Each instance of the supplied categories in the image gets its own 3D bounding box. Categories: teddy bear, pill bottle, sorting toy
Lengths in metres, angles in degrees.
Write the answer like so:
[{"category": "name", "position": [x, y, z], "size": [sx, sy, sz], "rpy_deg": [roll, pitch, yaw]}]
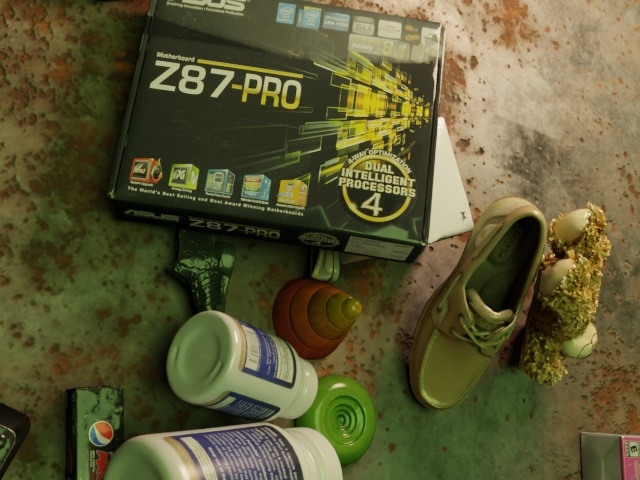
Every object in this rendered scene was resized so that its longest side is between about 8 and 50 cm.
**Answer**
[{"category": "teddy bear", "position": [0.372, 0.091, 1.177], "size": [0.113, 0.338, 0.245], "rpy_deg": [12, 43, 15]}, {"category": "pill bottle", "position": [-0.090, 0.165, 0.986], "size": [0.187, 0.112, 0.112], "rpy_deg": [33, 62, -48]}, {"category": "sorting toy", "position": [0.044, 0.218, 1.069], "size": [0.127, 0.126, 0.365], "rpy_deg": [-10, 83, -32]}, {"category": "pill bottle", "position": [-0.105, 0.292, 0.921], "size": [0.265, 0.153, 0.153], "rpy_deg": [7, 75, -47]}]

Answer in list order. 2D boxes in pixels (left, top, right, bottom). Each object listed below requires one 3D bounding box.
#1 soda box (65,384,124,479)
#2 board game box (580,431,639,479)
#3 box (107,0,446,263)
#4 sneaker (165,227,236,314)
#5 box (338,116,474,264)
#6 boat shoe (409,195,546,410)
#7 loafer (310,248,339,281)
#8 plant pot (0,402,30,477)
[{"category": "soda box", "position": [-0.263, 0.256, 0.921], "size": [0.060, 0.053, 0.169], "rpy_deg": [3, 78, -31]}, {"category": "board game box", "position": [0.592, 0.450, 1.359], "size": [0.303, 0.097, 0.224], "rpy_deg": [10, 74, -29]}, {"category": "box", "position": [-0.046, -0.156, 1.032], "size": [0.395, 0.097, 0.318], "rpy_deg": [9, 71, -3]}, {"category": "sneaker", "position": [-0.164, 0.050, 1.031], "size": [0.089, 0.051, 0.170], "rpy_deg": [14, 77, -17]}, {"category": "box", "position": [0.107, -0.074, 1.176], "size": [0.181, 0.119, 0.182], "rpy_deg": [-12, 85, -32]}, {"category": "boat shoe", "position": [0.221, 0.099, 1.132], "size": [0.122, 0.110, 0.341], "rpy_deg": [20, 101, -2]}, {"category": "loafer", "position": [0.000, 0.000, 1.130], "size": [0.039, 0.045, 0.125], "rpy_deg": [3, 59, -19]}, {"category": "plant pot", "position": [-0.400, 0.221, 0.782], "size": [0.187, 0.167, 0.188], "rpy_deg": [34, 63, -21]}]
